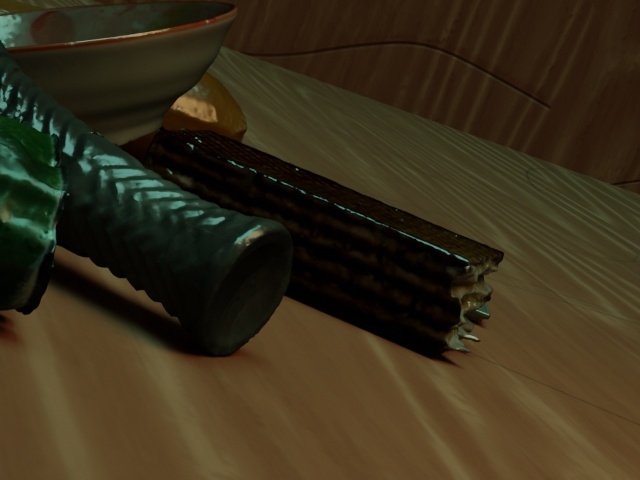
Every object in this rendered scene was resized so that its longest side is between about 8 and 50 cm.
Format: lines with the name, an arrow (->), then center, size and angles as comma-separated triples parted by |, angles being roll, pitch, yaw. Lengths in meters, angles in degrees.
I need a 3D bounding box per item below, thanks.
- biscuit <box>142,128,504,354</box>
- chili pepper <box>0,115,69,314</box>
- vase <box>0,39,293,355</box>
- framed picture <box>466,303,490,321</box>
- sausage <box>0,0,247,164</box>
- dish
biscuit -> 0.000, 0.000, 1.204 | 0.252, 0.070, 0.106 | 24, 10, 14
chili pepper -> -0.253, -0.053, 0.836 | 0.270, 0.099, 0.136 | 18, 37, -17
vase -> -0.128, -0.026, 0.984 | 0.237, 0.115, 0.115 | 28, 11, 26
framed picture -> 0.040, 0.017, 1.387 | 0.183, 0.011, 0.142 | 20, 9, -1
sausage -> -0.188, -0.121, 1.408 | 0.274, 0.105, 0.105 | 18, 9, -20
dish -> -0.179, -0.102, 1.201 | 0.260, 0.085, 0.260 | -5, 12, 1
